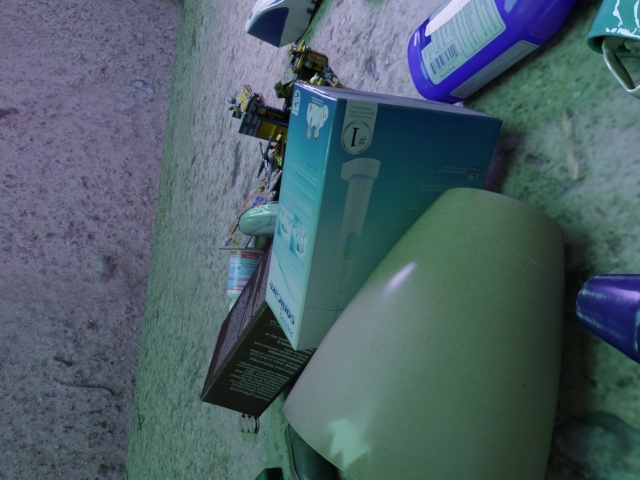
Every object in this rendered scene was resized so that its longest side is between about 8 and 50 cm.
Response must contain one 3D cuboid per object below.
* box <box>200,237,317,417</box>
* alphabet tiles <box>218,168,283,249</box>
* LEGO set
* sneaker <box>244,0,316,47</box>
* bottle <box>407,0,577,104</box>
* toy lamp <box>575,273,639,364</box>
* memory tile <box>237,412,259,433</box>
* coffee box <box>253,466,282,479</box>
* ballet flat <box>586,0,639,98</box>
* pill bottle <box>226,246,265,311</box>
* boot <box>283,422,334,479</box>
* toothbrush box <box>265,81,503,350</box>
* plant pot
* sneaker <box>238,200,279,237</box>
[{"bbox_3d":[-0.090,0.159,0.906,0.381,0.143,0.191,-52,20,40],"label":"box"},{"bbox_3d":[-0.169,-0.081,1.211,0.198,0.009,0.237,-2,58,61],"label":"alphabet tiles"},{"bbox_3d":[-0.078,-0.285,1.006,0.255,0.192,0.331,-58,36,36],"label":"LEGO set"},{"bbox_3d":[-0.060,-0.641,1.175,0.315,0.127,0.182,-36,47,44],"label":"sneaker"},{"bbox_3d":[0.222,-0.274,0.559,0.283,0.092,0.118,-31,61,54],"label":"bottle"},{"bbox_3d":[0.306,0.079,0.316,0.274,0.080,0.080,22,101,62],"label":"toy lamp"},{"bbox_3d":[-0.174,0.389,1.168,0.113,0.012,0.148,-31,55,55],"label":"memory tile"},{"bbox_3d":[-0.125,0.562,0.995,0.184,0.040,0.113,-56,37,38],"label":"coffee box"},{"bbox_3d":[0.296,-0.145,0.380,0.247,0.083,0.087,-96,22,-54],"label":"ballet flat"},{"bbox_3d":[-0.188,0.099,1.201,0.087,0.087,0.160,-11,73,60],"label":"pill bottle"},{"bbox_3d":[0.009,0.301,0.813,0.209,0.076,0.190,-63,35,17],"label":"boot"},{"bbox_3d":[0.065,-0.026,0.599,0.126,0.216,0.296,-135,48,-57],"label":"toothbrush box"},{"bbox_3d":[0.132,0.095,0.492,0.256,0.256,0.274,13,78,62],"label":"plant pot"},{"bbox_3d":[0.000,0.000,0.742,0.099,0.262,0.121,-8,-81,-83],"label":"sneaker"}]
